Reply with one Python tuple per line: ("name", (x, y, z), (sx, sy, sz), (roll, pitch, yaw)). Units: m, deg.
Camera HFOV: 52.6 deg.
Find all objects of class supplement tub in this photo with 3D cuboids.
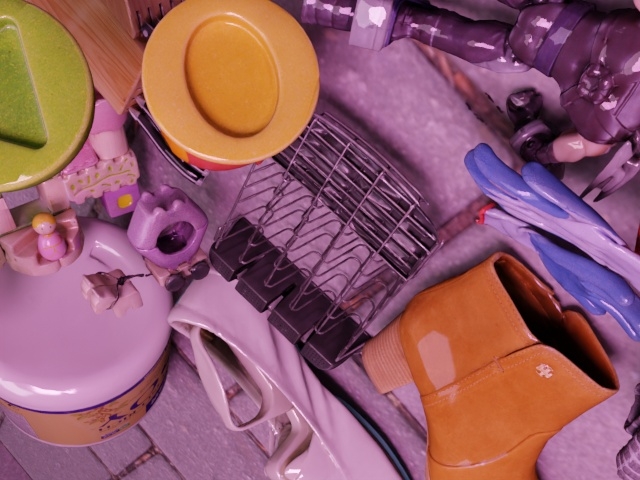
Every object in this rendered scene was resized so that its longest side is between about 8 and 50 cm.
("supplement tub", (-0.324, 0.141, 0.870), (0.241, 0.241, 0.331), (43, 151, 10))

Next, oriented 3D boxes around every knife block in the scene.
("knife block", (-0.189, -0.188, 0.653), (0.276, 0.088, 0.242), (16, 127, 32))

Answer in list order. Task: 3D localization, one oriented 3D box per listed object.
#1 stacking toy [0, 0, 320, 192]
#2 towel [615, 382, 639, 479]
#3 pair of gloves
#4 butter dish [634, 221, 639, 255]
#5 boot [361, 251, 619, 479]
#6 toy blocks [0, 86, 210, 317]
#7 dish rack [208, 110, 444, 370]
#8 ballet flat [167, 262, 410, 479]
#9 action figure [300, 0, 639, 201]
("stacking toy", (-0.172, -0.172, 0.489), (0.130, 0.280, 0.308), (155, 96, -82))
("towel", (0.306, 0.149, 0.335), (0.284, 0.235, 0.121), (28, 89, 23))
("pair of gloves", (0.166, 0.006, 0.443), (0.159, 0.023, 0.198), (39, 179, 25))
("butter dish", (0.274, -0.013, 0.357), (0.160, 0.118, 0.160), (23, 173, 28))
("boot", (0.177, 0.166, 0.570), (0.295, 0.104, 0.211), (54, 138, 2))
("toy blocks", (-0.311, -0.089, 0.646), (0.309, 0.289, 0.260), (42, 146, 35))
("dish rack", (0.000, 0.000, 0.637), (0.208, 0.074, 0.271), (42, 136, 9))
("ballet flat", (-0.044, 0.209, 0.774), (0.400, 0.139, 0.139), (55, 139, -4))
("action figure", (0.133, -0.138, 0.405), (0.285, 0.099, 0.185), (32, 128, 15))
